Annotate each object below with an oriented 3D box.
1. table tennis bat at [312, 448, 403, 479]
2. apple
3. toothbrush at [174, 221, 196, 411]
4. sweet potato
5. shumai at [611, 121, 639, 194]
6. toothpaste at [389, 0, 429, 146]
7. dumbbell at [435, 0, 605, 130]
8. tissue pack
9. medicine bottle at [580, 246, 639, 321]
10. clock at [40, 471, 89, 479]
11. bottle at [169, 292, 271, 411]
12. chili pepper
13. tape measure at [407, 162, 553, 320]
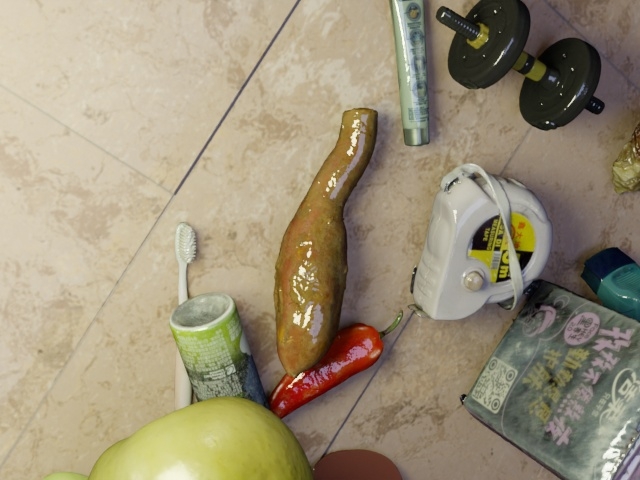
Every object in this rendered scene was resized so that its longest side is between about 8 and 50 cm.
[{"bbox_3d":[0.014,0.388,1.590,0.246,0.022,0.138,3,73,-19],"label":"table tennis bat"},{"bbox_3d":[-0.144,0.339,1.290,0.291,0.254,0.292,-27,156,-13],"label":"apple"},{"bbox_3d":[-0.186,0.126,1.441,0.025,0.029,0.307,-7,107,-33],"label":"toothbrush"},{"bbox_3d":[0.000,0.000,1.459,0.109,0.109,0.386,14,85,-28],"label":"sweet potato"},{"bbox_3d":[0.519,-0.140,1.681,0.105,0.139,0.123,-5,77,6],"label":"shumai"},{"bbox_3d":[0.129,-0.253,1.484,0.062,0.039,0.239,-14,108,-26],"label":"toothpaste"},{"bbox_3d":[0.292,-0.254,1.503,0.325,0.143,0.143,24,93,-29],"label":"dumbbell"},{"bbox_3d":[0.390,0.225,1.559,0.122,0.361,0.259,35,86,-29],"label":"tissue pack"},{"bbox_3d":[0.499,0.144,1.743,0.079,0.124,0.258,-24,125,-23],"label":"medicine bottle"},{"bbox_3d":[-0.329,0.511,1.429,0.286,0.117,0.348,32,90,-29],"label":"clock"},{"bbox_3d":[-0.119,0.232,1.453,0.093,0.093,0.330,-25,119,-18],"label":"bottle"},{"bbox_3d":[0.016,0.183,1.540,0.272,0.063,0.071,-34,103,-11],"label":"chili pepper"},{"bbox_3d":[0.249,0.004,1.565,0.197,0.120,0.236,4,107,-21],"label":"tape measure"}]
